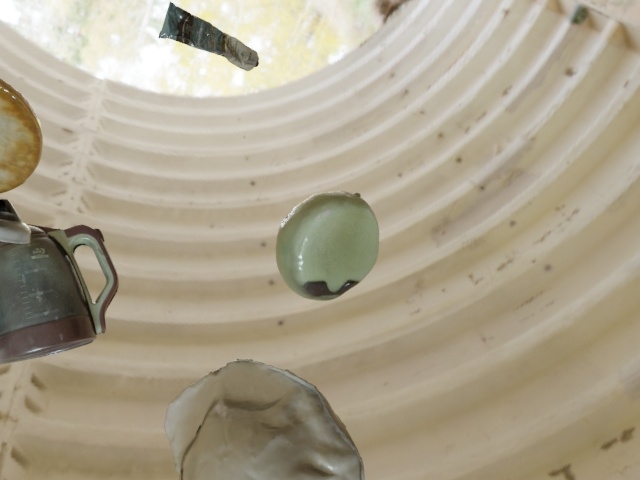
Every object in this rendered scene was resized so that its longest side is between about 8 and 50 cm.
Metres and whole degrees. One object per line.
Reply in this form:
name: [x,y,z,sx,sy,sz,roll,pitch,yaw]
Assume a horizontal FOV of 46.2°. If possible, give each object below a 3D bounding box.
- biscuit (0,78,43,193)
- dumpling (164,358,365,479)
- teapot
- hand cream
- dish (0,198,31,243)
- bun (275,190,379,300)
biscuit: [-0.639,-0.206,1.442,0.204,0.309,0.040,6,-137,-11]
dumpling: [-0.072,0.332,1.039,0.181,0.260,0.341,42,-170,-37]
teapot: [-0.642,0.107,1.787,0.315,0.233,0.312,-12,-96,-25]
hand cream: [-0.235,-0.430,1.634,0.248,0.075,0.052,16,163,-38]
dish: [-0.661,-0.050,1.551,0.141,0.078,0.141,16,-176,-1]
bun: [0.000,0.000,1.802,0.283,0.283,0.179,4,-162,-42]
